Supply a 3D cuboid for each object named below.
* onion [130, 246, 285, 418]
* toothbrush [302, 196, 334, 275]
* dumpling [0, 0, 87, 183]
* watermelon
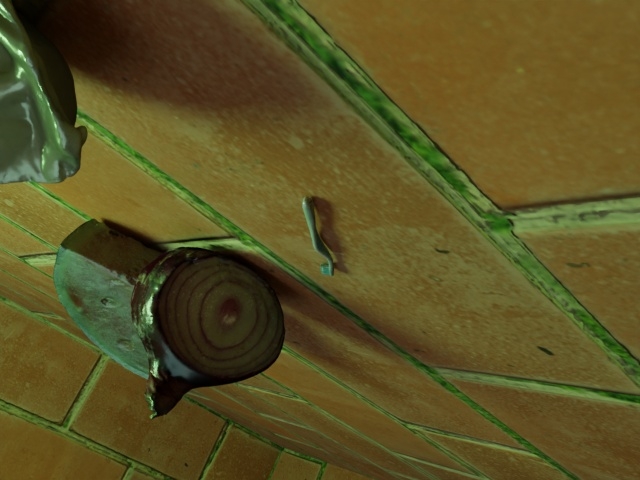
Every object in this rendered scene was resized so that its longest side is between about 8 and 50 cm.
[{"bbox_3d":[-0.163,0.123,0.836,0.195,0.218,0.139,39,156,-29],"label":"onion"},{"bbox_3d":[0.000,0.000,0.656,0.017,0.014,0.162,2,154,8],"label":"toothbrush"},{"bbox_3d":[-0.271,-0.136,0.487,0.258,0.147,0.193,18,127,32],"label":"dumpling"},{"bbox_3d":[-0.244,0.077,0.996,0.226,0.148,0.318,-11,128,29],"label":"watermelon"}]
